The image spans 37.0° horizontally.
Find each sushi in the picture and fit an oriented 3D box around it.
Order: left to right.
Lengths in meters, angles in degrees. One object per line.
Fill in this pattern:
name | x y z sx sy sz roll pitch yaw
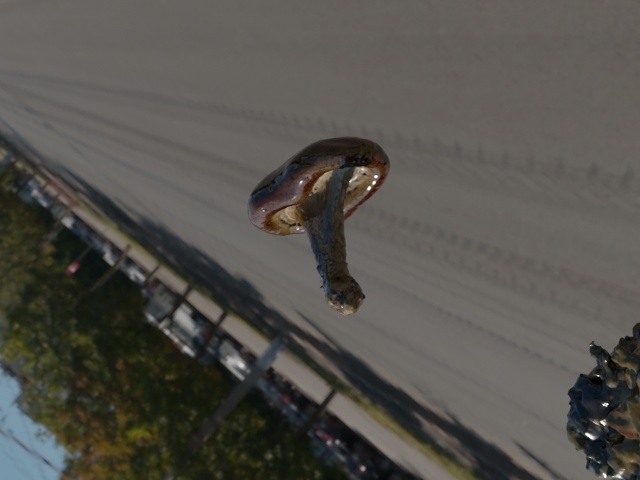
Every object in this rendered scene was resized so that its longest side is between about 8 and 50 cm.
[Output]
sushi | 0.422 0.192 1.106 0.213 0.204 0.200 48 145 40

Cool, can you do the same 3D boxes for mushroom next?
mushroom | 0.000 0.000 1.203 0.148 0.218 0.227 4 156 -28
